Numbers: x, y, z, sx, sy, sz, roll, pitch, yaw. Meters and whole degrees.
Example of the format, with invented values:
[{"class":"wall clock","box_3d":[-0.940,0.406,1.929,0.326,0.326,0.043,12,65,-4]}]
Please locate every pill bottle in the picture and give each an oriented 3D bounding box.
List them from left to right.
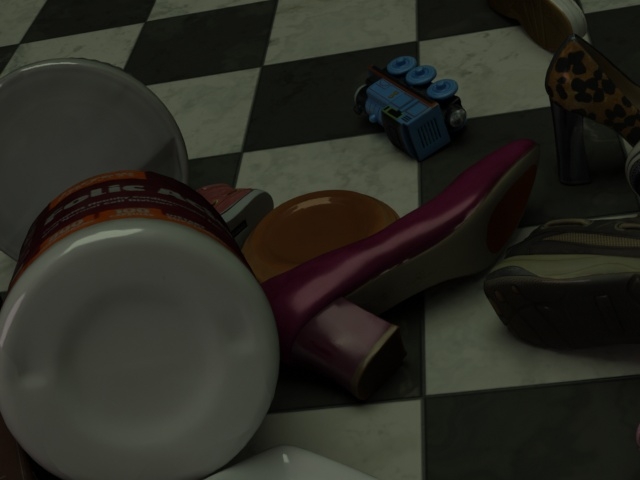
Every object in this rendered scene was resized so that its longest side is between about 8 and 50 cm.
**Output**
[{"class":"pill bottle","box_3d":[-0.175,0.055,0.960,0.224,0.224,0.392,-20,16,-7]}]

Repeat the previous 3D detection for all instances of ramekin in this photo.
[{"class":"ramekin","box_3d":[-0.296,-0.099,1.262,0.272,0.273,0.127,-16,23,-1]}]

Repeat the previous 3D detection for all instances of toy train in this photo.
[{"class":"toy train","box_3d":[0.116,-0.182,1.370,0.105,0.080,0.184,-32,39,-13]}]

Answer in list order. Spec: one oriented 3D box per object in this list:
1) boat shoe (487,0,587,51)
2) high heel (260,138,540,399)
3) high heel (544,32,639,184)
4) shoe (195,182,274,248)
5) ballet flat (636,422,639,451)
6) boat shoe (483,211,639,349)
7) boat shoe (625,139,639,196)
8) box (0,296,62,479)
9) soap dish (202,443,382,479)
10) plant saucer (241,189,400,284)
[{"class":"boat shoe","box_3d":[0.331,-0.363,1.513,0.096,0.098,0.277,-21,35,-6]},{"class":"high heel","box_3d":[0.079,-0.009,1.101,0.181,0.127,0.377,28,57,30]},{"class":"high heel","box_3d":[0.388,-0.166,1.157,0.261,0.186,0.093,-12,36,5]},{"class":"shoe","box_3d":[-0.141,-0.012,1.252,0.081,0.063,0.178,14,40,36]},{"class":"ballet flat","box_3d":[0.368,0.146,0.861,0.221,0.077,0.079,-8,18,1]},{"class":"boat shoe","box_3d":[0.323,0.025,0.937,0.355,0.132,0.130,4,49,35]},{"class":"boat shoe","box_3d":[0.439,-0.010,0.986,0.340,0.127,0.158,14,51,35]},{"class":"box","box_3d":[-0.304,0.209,0.907,0.143,0.191,0.381,-22,36,-9]},{"class":"soap dish","box_3d":[-0.044,0.266,0.721,0.229,0.118,0.291,13,22,39]},{"class":"plant saucer","box_3d":[0.000,0.000,1.203,0.200,0.037,0.200,-10,37,8]}]
